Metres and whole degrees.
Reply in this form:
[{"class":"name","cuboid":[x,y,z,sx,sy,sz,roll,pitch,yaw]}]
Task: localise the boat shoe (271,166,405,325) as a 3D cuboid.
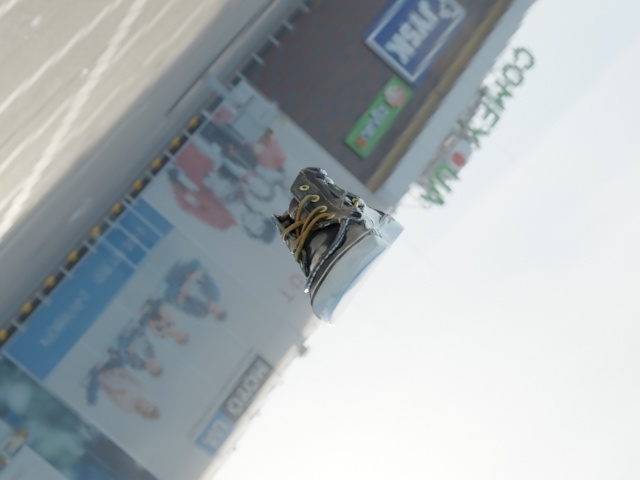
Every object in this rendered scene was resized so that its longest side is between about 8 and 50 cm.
[{"class":"boat shoe","cuboid":[0.000,0.000,0.738,0.065,0.083,0.183,-56,176,13]}]
